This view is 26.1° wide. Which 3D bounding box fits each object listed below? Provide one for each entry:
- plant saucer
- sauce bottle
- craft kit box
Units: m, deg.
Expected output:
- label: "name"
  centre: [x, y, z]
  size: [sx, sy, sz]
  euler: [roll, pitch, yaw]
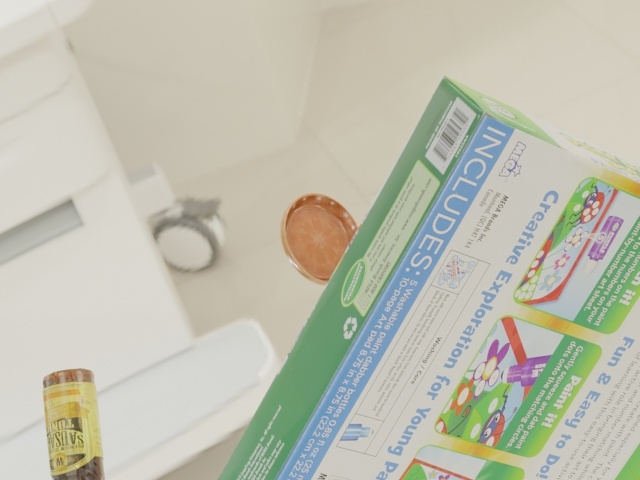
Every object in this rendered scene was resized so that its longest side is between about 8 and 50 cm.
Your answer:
- label: "plant saucer"
  centre: [0.000, 0.000, 1.185]
  size: [0.013, 0.083, 0.083]
  euler: [-30, 21, 48]
- label: "sauce bottle"
  centre: [-0.180, 0.160, 1.021]
  size: [0.042, 0.042, 0.128]
  euler: [-13, 72, 7]
- label: "craft kit box"
  centre: [0.108, 0.069, 0.725]
  size: [0.250, 0.246, 0.061]
  euler: [-60, 30, 16]
